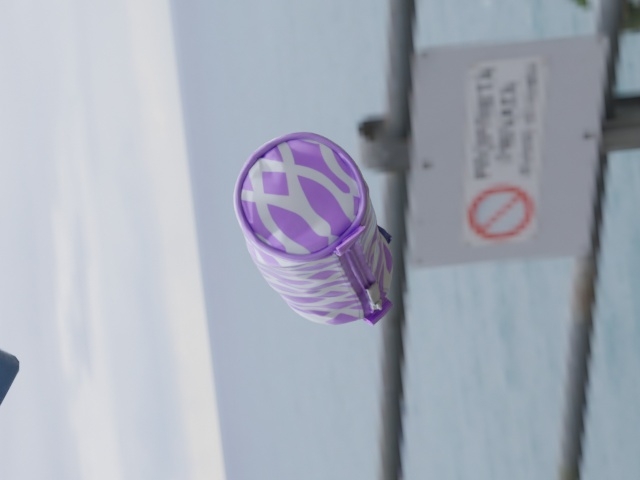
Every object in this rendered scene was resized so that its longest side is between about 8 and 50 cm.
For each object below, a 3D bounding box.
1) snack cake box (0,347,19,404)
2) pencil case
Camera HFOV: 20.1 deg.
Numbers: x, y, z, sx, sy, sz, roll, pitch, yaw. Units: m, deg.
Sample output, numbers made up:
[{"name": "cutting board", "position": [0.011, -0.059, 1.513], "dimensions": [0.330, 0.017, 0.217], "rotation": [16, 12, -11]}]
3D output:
[{"name": "snack cake box", "position": [-0.189, -0.005, 0.276], "dimensions": [0.089, 0.152, 0.264], "rotation": [-62, -30, -5]}, {"name": "pencil case", "position": [0.000, 0.000, 1.151], "dimensions": [0.088, 0.086, 0.206], "rotation": [51, 178, 17]}]
